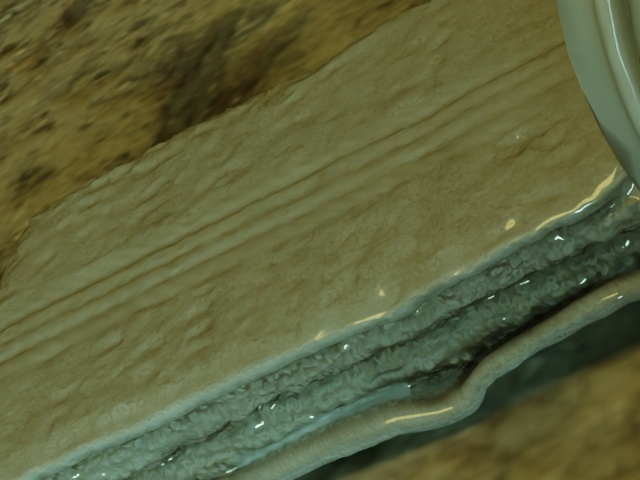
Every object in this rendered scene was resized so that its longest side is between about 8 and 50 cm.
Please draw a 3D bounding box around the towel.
[{"bbox_3d":[0.000,0.000,0.639,0.282,0.049,0.187,-26,27,22],"label":"towel"}]

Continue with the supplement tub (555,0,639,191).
[{"bbox_3d":[0.183,-0.055,0.285,0.228,0.228,0.316,-41,16,-9],"label":"supplement tub"}]
